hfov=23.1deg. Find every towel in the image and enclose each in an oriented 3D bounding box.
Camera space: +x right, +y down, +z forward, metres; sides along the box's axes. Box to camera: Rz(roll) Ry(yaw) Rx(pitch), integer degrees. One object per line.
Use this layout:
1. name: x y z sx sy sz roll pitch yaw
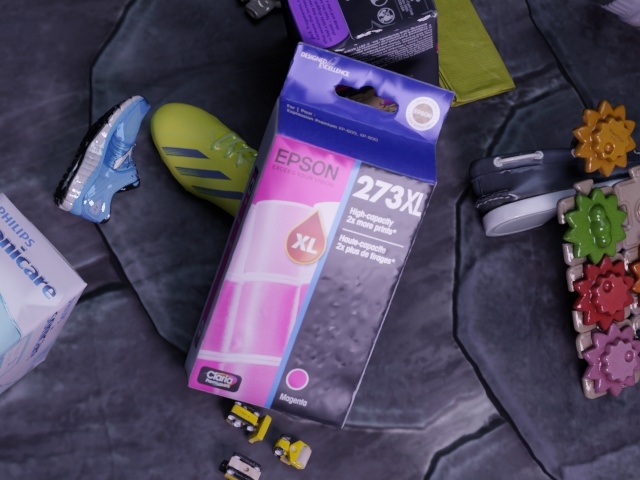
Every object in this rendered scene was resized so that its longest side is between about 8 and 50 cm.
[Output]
1. towel: 0.153 -0.280 1.948 0.102 0.021 0.237 -19 74 -26

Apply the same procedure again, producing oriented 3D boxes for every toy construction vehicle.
1. toy construction vehicle: -0.064 0.224 1.625 0.098 0.035 0.086 30 48 -9

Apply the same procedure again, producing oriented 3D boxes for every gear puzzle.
1. gear puzzle: 0.356 0.004 1.789 0.175 0.044 0.339 -15 102 -26

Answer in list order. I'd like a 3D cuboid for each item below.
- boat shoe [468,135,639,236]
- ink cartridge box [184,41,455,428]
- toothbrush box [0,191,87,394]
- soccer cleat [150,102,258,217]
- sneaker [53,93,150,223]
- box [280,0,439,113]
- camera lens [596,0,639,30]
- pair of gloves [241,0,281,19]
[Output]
1. boat shoe: 0.319 -0.084 1.866 0.302 0.114 0.091 -12 77 -26
2. ink cartridge box: 0.000 0.000 1.602 0.175 0.069 0.371 17 103 -13
3. toothbrush box: -0.380 0.118 1.444 0.126 0.216 0.295 46 58 4
4. soccer cleat: -0.064 -0.056 1.701 0.289 0.121 0.093 45 59 4
5. sneaker: -0.225 -0.086 1.699 0.073 0.063 0.162 36 64 -20
6. box: 0.040 -0.236 1.721 0.143 0.270 0.165 -19 73 -1
7. camera lens: 0.517 -0.344 2.001 0.274 0.219 0.219 19 61 -12
8. pair of gloves: -0.053 -0.391 1.910 0.204 0.042 0.240 -23 78 -32
